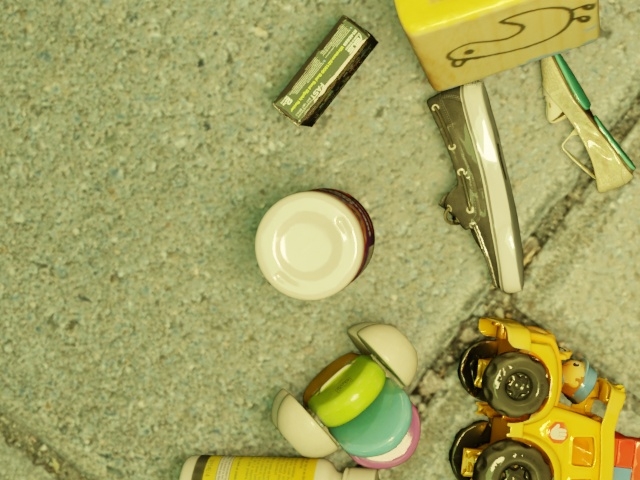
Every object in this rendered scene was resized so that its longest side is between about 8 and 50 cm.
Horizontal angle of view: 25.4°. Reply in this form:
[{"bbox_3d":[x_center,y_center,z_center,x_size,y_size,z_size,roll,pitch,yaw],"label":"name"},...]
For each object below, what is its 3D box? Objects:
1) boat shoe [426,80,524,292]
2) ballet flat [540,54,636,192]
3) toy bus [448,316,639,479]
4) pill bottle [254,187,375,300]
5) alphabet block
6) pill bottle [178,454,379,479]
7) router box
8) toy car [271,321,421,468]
[{"bbox_3d":[0.160,-0.052,1.497,0.076,0.080,0.228,-13,91,15],"label":"boat shoe"},{"bbox_3d":[0.266,-0.124,1.488,0.052,0.057,0.168,-33,89,18],"label":"ballet flat"},{"bbox_3d":[0.252,0.195,1.475,0.211,0.149,0.220,4,92,-6],"label":"toy bus"},{"bbox_3d":[0.000,0.000,1.461,0.108,0.193,0.108,0,94,7],"label":"pill bottle"},{"bbox_3d":[0.161,-0.284,1.399,0.192,0.197,0.193,-19,77,9],"label":"alphabet block"},{"bbox_3d":[-0.043,0.291,1.525,0.208,0.119,0.119,0,94,8],"label":"pill bottle"},{"bbox_3d":[0.006,-0.177,1.500,0.038,0.092,0.122,39,98,4],"label":"router box"},{"bbox_3d":[0.043,0.176,1.478,0.159,0.182,0.136,-41,92,-6],"label":"toy car"}]
